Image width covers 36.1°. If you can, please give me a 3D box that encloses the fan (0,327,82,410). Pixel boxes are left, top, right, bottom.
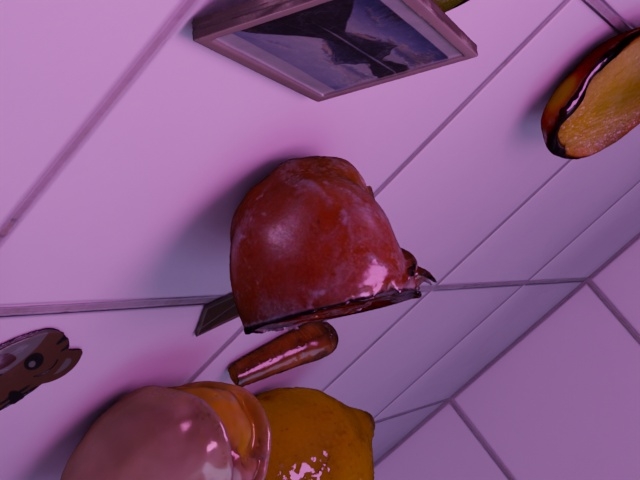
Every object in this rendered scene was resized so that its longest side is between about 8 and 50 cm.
[{"bbox_3d":[-0.298,0.114,0.886,0.152,0.008,0.227,-32,160,-15],"label":"fan"}]

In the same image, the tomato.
[{"bbox_3d":[0.000,0.000,0.920,0.180,0.155,0.214,-17,174,1],"label":"tomato"}]

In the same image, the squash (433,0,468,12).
[{"bbox_3d":[0.138,-0.248,0.735,0.318,0.071,0.080,-39,180,14],"label":"squash"}]

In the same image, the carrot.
[{"bbox_3d":[-0.050,0.154,1.335,0.161,0.055,0.055,-19,154,-26],"label":"carrot"}]

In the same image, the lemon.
[{"bbox_3d":[-0.050,0.349,1.458,0.310,0.258,0.258,-37,161,-15],"label":"lemon"}]

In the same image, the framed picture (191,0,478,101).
[{"bbox_3d":[0.019,-0.148,0.730,0.150,0.015,0.203,-12,170,23],"label":"framed picture"}]

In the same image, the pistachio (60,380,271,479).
[{"bbox_3d":[-0.189,0.298,1.158,0.309,0.230,0.230,-53,157,15],"label":"pistachio"}]

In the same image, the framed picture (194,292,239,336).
[{"bbox_3d":[-0.102,0.077,1.135,0.089,0.007,0.066,-25,157,-31],"label":"framed picture"}]

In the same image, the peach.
[{"bbox_3d":[0.373,-0.203,1.238,0.279,0.068,0.189,-22,147,-33],"label":"peach"}]
